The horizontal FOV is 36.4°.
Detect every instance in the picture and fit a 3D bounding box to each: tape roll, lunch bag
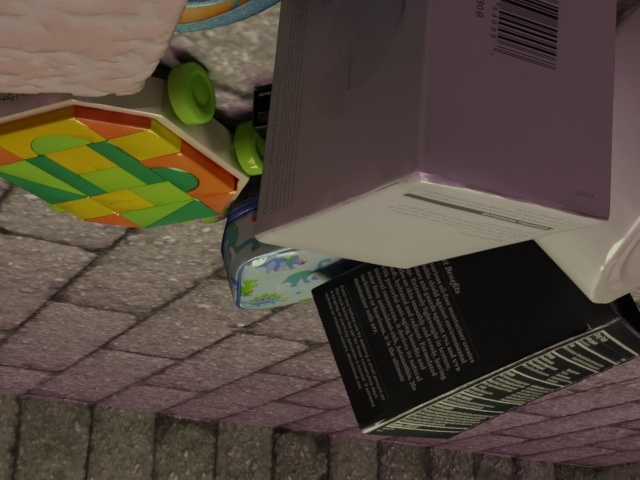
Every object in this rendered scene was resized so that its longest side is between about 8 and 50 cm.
[{"bbox_3d":[0.273,-0.083,0.710,0.286,0.100,0.286,-32,156,-17],"label":"tape roll"},{"bbox_3d":[0.000,0.000,1.105,0.219,0.090,0.176,-12,160,-11],"label":"lunch bag"}]

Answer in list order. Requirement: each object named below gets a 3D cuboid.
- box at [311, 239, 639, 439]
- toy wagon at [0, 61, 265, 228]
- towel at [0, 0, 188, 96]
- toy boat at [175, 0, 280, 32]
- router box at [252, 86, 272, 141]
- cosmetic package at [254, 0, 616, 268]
[{"bbox_3d":[0.198,0.091,1.124,0.294,0.182,0.296,-27,159,18],"label":"box"},{"bbox_3d":[-0.183,-0.076,1.006,0.267,0.068,0.344,-9,156,25],"label":"toy wagon"},{"bbox_3d":[-0.218,-0.129,0.409,0.332,0.053,0.317,0,173,-17],"label":"towel"},{"bbox_3d":[-0.139,-0.203,0.569,0.318,0.148,0.267,3,159,-6],"label":"toy boat"},{"bbox_3d":[0.041,-0.110,0.938,0.179,0.046,0.133,-6,158,19],"label":"router box"},{"bbox_3d":[0.069,-0.112,0.643,0.138,0.224,0.225,11,167,-26],"label":"cosmetic package"}]
